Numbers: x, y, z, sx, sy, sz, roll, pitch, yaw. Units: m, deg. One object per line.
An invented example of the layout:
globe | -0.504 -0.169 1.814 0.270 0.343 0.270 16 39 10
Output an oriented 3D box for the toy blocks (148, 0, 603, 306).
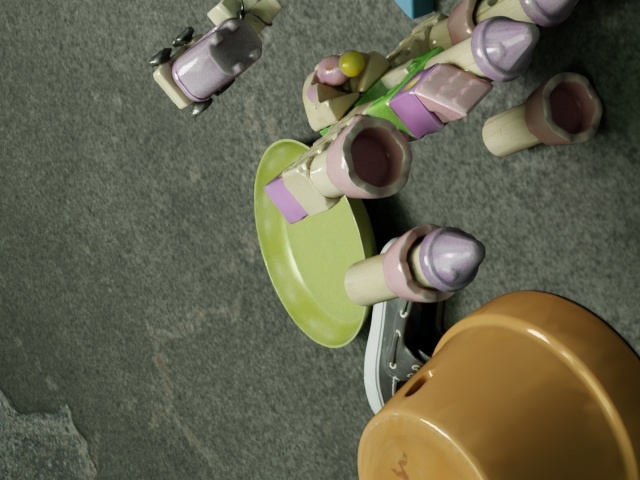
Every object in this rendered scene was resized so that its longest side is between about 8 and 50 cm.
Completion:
toy blocks | 0.085 -0.140 1.316 0.309 0.288 0.260 49 153 -11

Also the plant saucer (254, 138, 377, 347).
plant saucer | 0.000 0.000 1.757 0.241 0.037 0.241 37 135 48

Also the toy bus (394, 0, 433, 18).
toy bus | 0.044 -0.317 1.489 0.191 0.104 0.202 36 135 35

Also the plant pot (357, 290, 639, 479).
plant pot | 0.175 0.221 1.543 0.291 0.203 0.291 29 131 39

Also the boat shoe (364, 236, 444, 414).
boat shoe | 0.103 0.108 1.686 0.076 0.080 0.229 27 121 43
